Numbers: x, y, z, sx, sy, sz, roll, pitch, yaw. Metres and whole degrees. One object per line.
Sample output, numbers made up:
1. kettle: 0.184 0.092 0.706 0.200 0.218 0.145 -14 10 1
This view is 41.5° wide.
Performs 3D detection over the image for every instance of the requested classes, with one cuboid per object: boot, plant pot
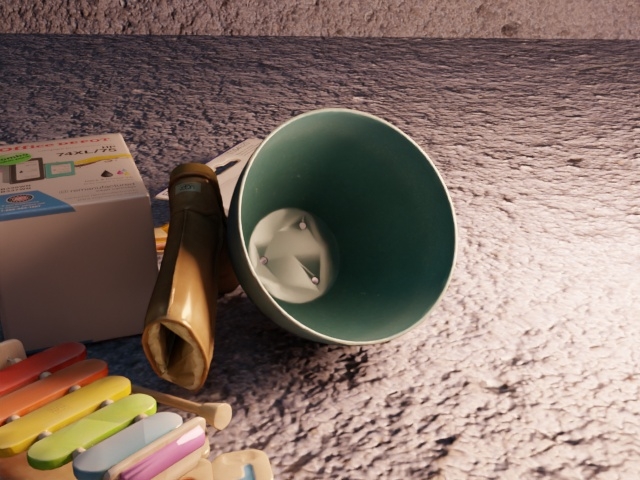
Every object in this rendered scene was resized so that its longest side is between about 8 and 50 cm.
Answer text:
1. boot: -0.155 0.070 1.041 0.089 0.236 0.269 -10 45 7
2. plant pot: 0.000 0.000 1.086 0.290 0.290 0.195 -15 -6 -27

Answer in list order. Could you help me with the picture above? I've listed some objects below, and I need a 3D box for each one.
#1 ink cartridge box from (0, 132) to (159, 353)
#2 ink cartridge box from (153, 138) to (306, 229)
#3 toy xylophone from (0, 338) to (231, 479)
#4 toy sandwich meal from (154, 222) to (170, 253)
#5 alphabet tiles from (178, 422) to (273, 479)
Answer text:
1. ink cartridge box: -0.340 -0.008 1.147 0.198 0.197 0.270 -9 26 -18
2. ink cartridge box: -0.060 -0.086 1.459 0.330 0.071 0.324 8 27 25
3. toy xylophone: -0.241 0.178 0.856 0.323 0.081 0.236 9 22 28
4. toy sandwich meal: -0.251 -0.005 1.335 0.086 0.029 0.085 -1 25 0
5. alphabet tiles: -0.181 0.257 0.779 0.284 0.021 0.278 -6 19 -10
